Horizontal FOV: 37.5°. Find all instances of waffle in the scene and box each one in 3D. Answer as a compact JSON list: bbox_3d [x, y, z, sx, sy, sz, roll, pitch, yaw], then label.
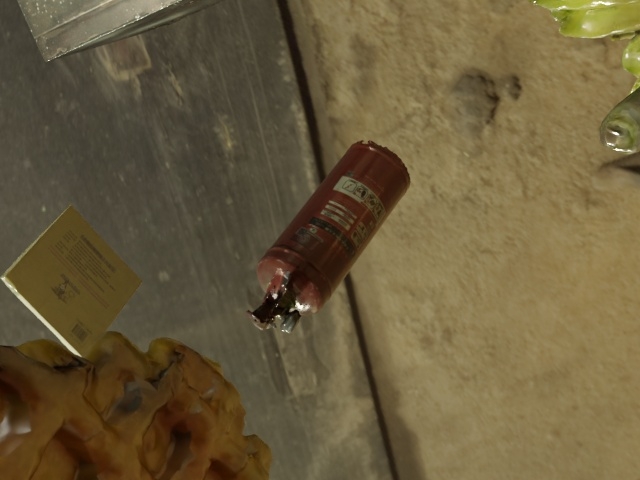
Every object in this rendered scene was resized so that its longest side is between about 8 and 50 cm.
[{"bbox_3d":[-0.090,0.176,0.357,0.058,0.300,0.282,-12,154,33],"label":"waffle"}]

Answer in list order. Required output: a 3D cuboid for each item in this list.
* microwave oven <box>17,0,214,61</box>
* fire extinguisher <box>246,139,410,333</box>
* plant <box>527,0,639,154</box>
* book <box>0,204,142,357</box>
[{"bbox_3d":[-0.105,-0.404,0.876,0.432,0.236,0.374,-14,105,29],"label":"microwave oven"},{"bbox_3d":[0.000,0.000,1.236,0.106,0.337,0.147,30,148,11],"label":"fire extinguisher"},{"bbox_3d":[0.276,-0.170,0.581,0.306,0.297,0.261,42,112,13],"label":"plant"},{"bbox_3d":[-0.363,0.059,1.402,0.013,0.192,0.168,-28,110,35],"label":"book"}]
